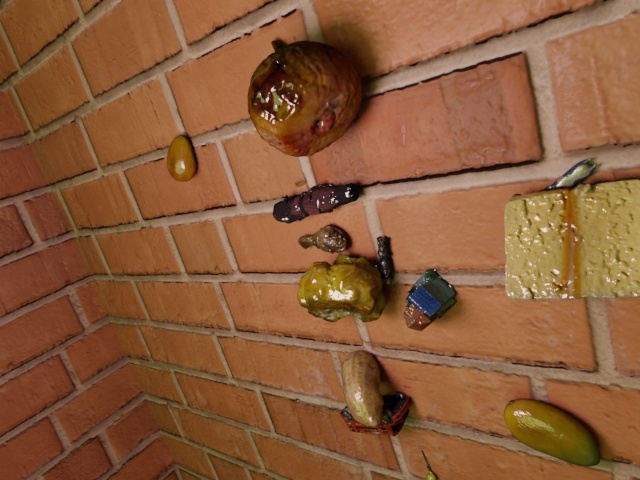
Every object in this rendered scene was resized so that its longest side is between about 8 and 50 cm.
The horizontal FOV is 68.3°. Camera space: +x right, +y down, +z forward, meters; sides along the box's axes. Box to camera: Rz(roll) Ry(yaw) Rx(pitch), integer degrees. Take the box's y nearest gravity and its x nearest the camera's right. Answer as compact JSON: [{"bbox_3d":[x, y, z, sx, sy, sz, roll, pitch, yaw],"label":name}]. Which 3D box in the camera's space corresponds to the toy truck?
[{"bbox_3d":[0.193,0.580,1.575,0.253,0.108,0.114,-18,101,45],"label":"toy truck"}]

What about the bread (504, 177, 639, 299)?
[{"bbox_3d":[0.541,0.002,0.989,0.264,0.199,0.235,-6,83,36],"label":"bread"}]

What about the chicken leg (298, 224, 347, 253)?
[{"bbox_3d":[0.001,-0.002,1.457,0.198,0.069,0.085,-3,135,47],"label":"chicken leg"}]

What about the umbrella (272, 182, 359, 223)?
[{"bbox_3d":[-0.022,-0.113,1.392,0.326,0.090,0.094,-14,100,42],"label":"umbrella"}]

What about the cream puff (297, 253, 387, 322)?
[{"bbox_3d":[0.069,0.136,1.395,0.282,0.185,0.281,6,154,3],"label":"cream puff"}]

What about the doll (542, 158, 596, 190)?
[{"bbox_3d":[0.517,-0.123,0.987,0.037,0.027,0.125,44,133,5],"label":"doll"}]

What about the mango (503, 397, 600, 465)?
[{"bbox_3d":[0.594,0.488,1.212,0.238,0.091,0.137,14,127,26],"label":"mango"}]

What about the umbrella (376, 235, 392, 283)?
[{"bbox_3d":[0.184,0.058,1.351,0.040,0.037,0.143,2,111,34],"label":"umbrella"}]

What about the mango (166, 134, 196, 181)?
[{"bbox_3d":[-0.499,-0.291,1.690,0.111,0.089,0.163,-4,100,28],"label":"mango"}]

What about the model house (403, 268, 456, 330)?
[{"bbox_3d":[0.271,0.179,1.268,0.119,0.149,0.148,45,131,13],"label":"model house"}]

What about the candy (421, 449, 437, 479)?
[{"bbox_3d":[0.362,0.765,1.594,0.035,0.035,0.122,-18,92,11],"label":"candy"}]

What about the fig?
[{"bbox_3d":[-0.070,-0.397,1.206,0.368,0.287,0.286,61,143,38],"label":"fig"}]

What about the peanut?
[{"bbox_3d":[0.137,0.467,1.497,0.137,0.253,0.122,38,117,-26],"label":"peanut"}]
